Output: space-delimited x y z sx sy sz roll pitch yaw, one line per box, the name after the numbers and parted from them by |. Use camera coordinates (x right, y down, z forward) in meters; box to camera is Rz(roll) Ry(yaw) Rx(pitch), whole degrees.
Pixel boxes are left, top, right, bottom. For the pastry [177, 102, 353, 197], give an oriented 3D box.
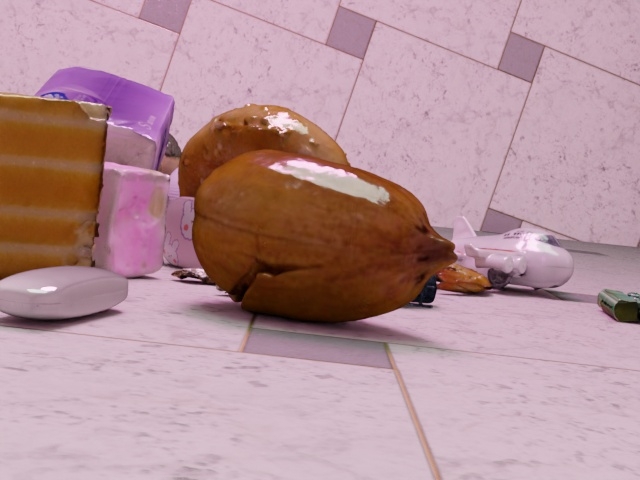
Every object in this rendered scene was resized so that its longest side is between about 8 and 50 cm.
-0.068 -0.090 1.681 0.316 0.284 0.184 10 30 27 | pastry

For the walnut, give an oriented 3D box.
0.000 0.000 1.225 0.337 0.208 0.209 7 4 26 | walnut

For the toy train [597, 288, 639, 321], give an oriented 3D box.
0.482 0.103 1.632 0.071 0.038 0.148 4 5 4 | toy train

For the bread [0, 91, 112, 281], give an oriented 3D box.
-0.380 -0.064 1.267 0.246 0.239 0.111 3 11 -21 | bread

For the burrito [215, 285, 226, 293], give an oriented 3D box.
-0.061 0.058 1.373 0.149 0.041 0.055 7 18 10 | burrito

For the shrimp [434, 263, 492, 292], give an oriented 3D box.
0.186 0.052 1.724 0.249 0.068 0.150 10 5 -42 | shrimp

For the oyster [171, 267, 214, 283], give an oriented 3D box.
-0.170 0.051 1.471 0.083 0.019 0.054 8 5 -13 | oyster

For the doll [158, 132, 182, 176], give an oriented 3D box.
-0.387 -0.128 2.205 0.248 0.247 0.349 7 -2 1 | doll

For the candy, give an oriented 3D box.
-0.342 -0.040 1.505 0.265 0.155 0.116 10 4 38 | candy

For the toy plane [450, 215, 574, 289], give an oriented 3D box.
0.337 0.029 1.867 0.252 0.118 0.252 8 4 0 | toy plane

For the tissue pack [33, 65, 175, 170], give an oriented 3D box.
-0.398 -0.193 1.861 0.242 0.160 0.338 14 21 -8 | tissue pack

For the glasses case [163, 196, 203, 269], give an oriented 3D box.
-0.128 0.000 1.575 0.297 0.113 0.075 9 3 35 | glasses case

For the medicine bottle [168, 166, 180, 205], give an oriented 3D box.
-0.154 -0.059 2.000 0.274 0.165 0.165 7 4 25 | medicine bottle

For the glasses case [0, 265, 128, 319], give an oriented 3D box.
-0.265 0.053 1.077 0.074 0.049 0.193 8 4 14 | glasses case

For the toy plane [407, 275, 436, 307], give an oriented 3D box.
0.083 0.059 1.482 0.235 0.060 0.096 8 -5 -27 | toy plane
